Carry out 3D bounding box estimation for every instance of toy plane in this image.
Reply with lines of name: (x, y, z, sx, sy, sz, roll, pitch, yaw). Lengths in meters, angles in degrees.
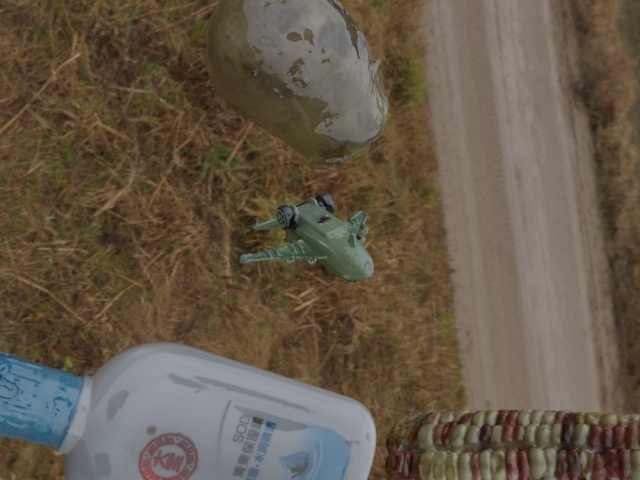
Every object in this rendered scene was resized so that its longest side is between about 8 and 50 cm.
toy plane: (0.000, -0.003, 0.358, 0.080, 0.083, 0.033, -20, 120, -31)

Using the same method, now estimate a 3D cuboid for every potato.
potato: (-0.020, -0.176, 0.715, 0.262, 0.165, 0.165, 30, 60, -54)

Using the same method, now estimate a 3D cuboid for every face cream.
face cream: (-0.122, 0.168, 0.577, 0.336, 0.080, 0.163, 23, 93, -20)

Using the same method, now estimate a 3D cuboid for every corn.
corn: (0.146, 0.135, 0.396, 0.079, 0.237, 0.079, 21, 64, -54)
